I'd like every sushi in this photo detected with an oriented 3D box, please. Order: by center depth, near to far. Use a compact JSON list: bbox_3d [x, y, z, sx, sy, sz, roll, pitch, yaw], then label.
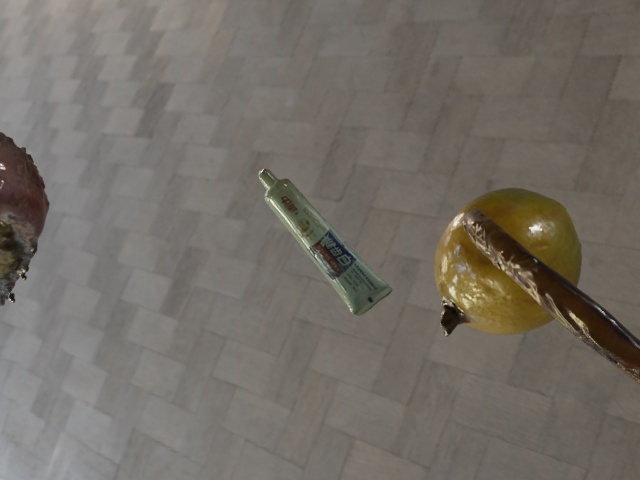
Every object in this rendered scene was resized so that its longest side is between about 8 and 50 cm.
[{"bbox_3d":[-0.334,-0.020,0.869,0.161,0.241,0.108,-24,63,8],"label":"sushi"}]

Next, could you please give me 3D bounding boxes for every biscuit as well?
[{"bbox_3d":[0.278,0.075,0.964,0.040,0.318,0.318,-50,44,8],"label":"biscuit"}]

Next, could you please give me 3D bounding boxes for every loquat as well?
[{"bbox_3d":[0.253,0.043,1.275,0.246,0.213,0.213,-42,41,-14],"label":"loquat"}]

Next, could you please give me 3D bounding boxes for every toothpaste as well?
[{"bbox_3d":[0.000,0.000,1.101,0.060,0.233,0.038,-42,19,-4],"label":"toothpaste"}]
